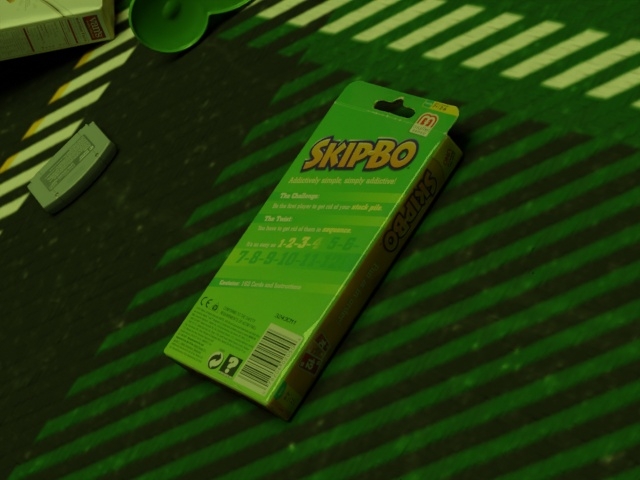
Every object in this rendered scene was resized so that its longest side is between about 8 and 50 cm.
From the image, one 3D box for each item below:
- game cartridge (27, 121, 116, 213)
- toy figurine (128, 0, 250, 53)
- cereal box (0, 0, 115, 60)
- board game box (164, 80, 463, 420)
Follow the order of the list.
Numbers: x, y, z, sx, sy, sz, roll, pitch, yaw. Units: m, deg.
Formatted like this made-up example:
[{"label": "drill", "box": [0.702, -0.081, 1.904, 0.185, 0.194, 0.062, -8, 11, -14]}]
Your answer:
[{"label": "game cartridge", "box": [-0.216, -0.063, 1.506, 0.083, 0.017, 0.056, -45, 38, 0]}, {"label": "toy figurine", "box": [-0.120, -0.272, 1.553, 0.173, 0.130, 0.159, -60, 23, 20]}, {"label": "cereal box", "box": [-0.315, -0.242, 1.649, 0.240, 0.047, 0.173, -11, 48, 6]}, {"label": "board game box", "box": [0.000, 0.000, 1.267, 0.124, 0.039, 0.259, 21, 75, 45]}]
